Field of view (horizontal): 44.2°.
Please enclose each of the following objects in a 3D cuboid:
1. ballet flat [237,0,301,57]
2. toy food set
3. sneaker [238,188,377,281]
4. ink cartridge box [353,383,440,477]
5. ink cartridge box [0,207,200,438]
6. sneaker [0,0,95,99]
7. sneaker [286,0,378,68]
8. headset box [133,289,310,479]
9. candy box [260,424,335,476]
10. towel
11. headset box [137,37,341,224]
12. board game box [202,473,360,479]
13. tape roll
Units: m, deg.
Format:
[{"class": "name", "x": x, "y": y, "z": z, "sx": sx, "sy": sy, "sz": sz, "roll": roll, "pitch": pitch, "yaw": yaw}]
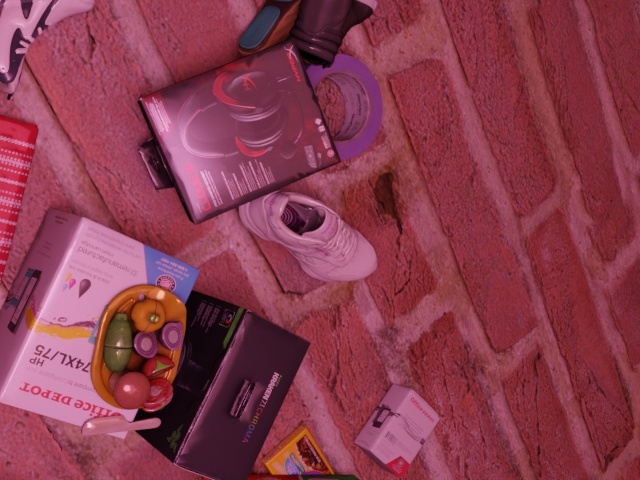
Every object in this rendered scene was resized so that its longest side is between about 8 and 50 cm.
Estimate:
[{"class": "ballet flat", "x": -0.067, "y": -0.401, "z": 1.387, "sx": 0.232, "sy": 0.080, "sz": 0.073, "roll": -56, "pitch": 147, "yaw": -12}, {"class": "toy food set", "x": -0.243, "y": 0.173, "z": 1.085, "sx": 0.128, "sy": 0.071, "sz": 0.218, "roll": 11, "pitch": 91, "yaw": -34}, {"class": "sneaker", "x": 0.000, "y": 0.000, "z": 1.411, "sx": 0.305, "sy": 0.152, "sz": 0.114, "roll": 27, "pitch": 78, "yaw": -33}, {"class": "ink cartridge box", "x": 0.157, "y": 0.385, "z": 1.601, "sx": 0.109, "sy": 0.063, "sz": 0.150, "roll": 47, "pitch": 70, "yaw": -27}, {"class": "ink cartridge box", "x": -0.350, "y": 0.118, "z": 1.172, "sx": 0.198, "sy": 0.197, "sz": 0.270, "roll": 27, "pitch": 81, "yaw": -32}, {"class": "sneaker", "x": -0.433, "y": -0.285, "z": 1.141, "sx": 0.235, "sy": 0.094, "sz": 0.153, "roll": -17, "pitch": 105, "yaw": -30}, {"class": "sneaker", "x": 0.015, "y": -0.377, "z": 1.368, "sx": 0.104, "sy": 0.296, "sz": 0.147, "roll": 27, "pitch": 107, "yaw": 7}, {"class": "headset box", "x": -0.173, "y": 0.225, "z": 1.246, "sx": 0.131, "sy": 0.283, "sz": 0.246, "roll": 32, "pitch": 78, "yaw": -31}, {"class": "candy box", "x": -0.024, "y": 0.466, "z": 1.516, "sx": 0.105, "sy": 0.027, "sz": 0.206, "roll": -37, "pitch": 113, "yaw": -20}, {"class": "towel", "x": -0.535, "y": -0.066, "z": 1.135, "sx": 0.199, "sy": 0.031, "sz": 0.275, "roll": 15, "pitch": 87, "yaw": -32}, {"class": "headset box", "x": -0.146, "y": -0.171, "z": 1.281, "sx": 0.293, "sy": 0.110, "sz": 0.218, "roll": -24, "pitch": 103, "yaw": -10}, {"class": "board game box", "x": -0.080, "y": 0.556, "z": 1.446, "sx": 0.316, "sy": 0.064, "sz": 0.242, "roll": 9, "pitch": 94, "yaw": -28}, {"class": "tape roll", "x": 0.016, "y": -0.242, "z": 1.439, "sx": 0.189, "sy": 0.080, "sz": 0.189, "roll": -3, "pitch": 96, "yaw": -33}]
